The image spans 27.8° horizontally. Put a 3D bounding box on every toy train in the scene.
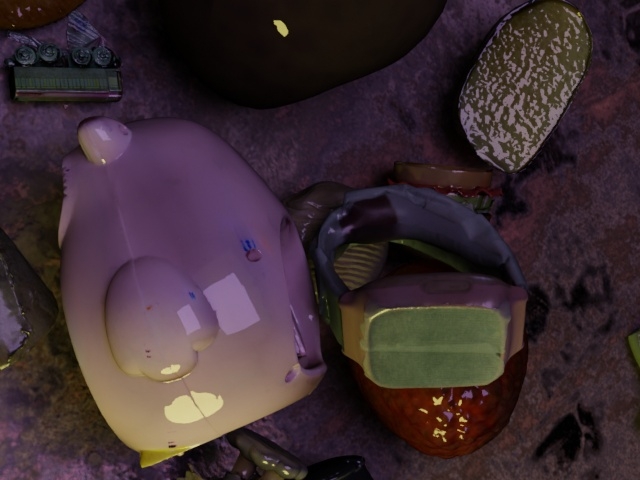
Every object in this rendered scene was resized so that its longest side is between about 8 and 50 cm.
[{"bbox_3d":[-0.315,-0.206,1.591,0.147,0.038,0.071,-2,85,-27],"label":"toy train"}]

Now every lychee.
[{"bbox_3d":[0.152,0.148,1.700,0.255,0.300,0.255,-6,114,-15],"label":"lychee"}]

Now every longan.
[{"bbox_3d":[-0.013,-0.355,1.625,0.404,0.336,0.405,-23,132,-29],"label":"longan"}]

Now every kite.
[{"bbox_3d":[-0.319,-0.231,1.618,0.152,0.005,0.137,5,80,-27],"label":"kite"}]

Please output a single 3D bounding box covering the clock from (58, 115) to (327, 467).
[{"bbox_3d":[-0.146,0.037,1.480,0.250,0.368,0.377,-21,87,7],"label":"clock"}]

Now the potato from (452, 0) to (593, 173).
[{"bbox_3d":[0.280,-0.232,1.889,0.160,0.111,0.272,32,82,-13],"label":"potato"}]

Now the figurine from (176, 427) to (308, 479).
[{"bbox_3d":[-0.151,0.411,1.520,0.166,0.207,0.387,35,82,-54],"label":"figurine"}]

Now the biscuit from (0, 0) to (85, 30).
[{"bbox_3d":[-0.378,-0.403,1.557,0.305,0.038,0.305,-3,94,-41],"label":"biscuit"}]

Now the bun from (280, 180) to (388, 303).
[{"bbox_3d":[0.000,0.000,1.699,0.173,0.113,0.167,43,69,-38],"label":"bun"}]

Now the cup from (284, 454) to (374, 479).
[{"bbox_3d":[0.032,0.361,1.607,0.169,0.223,0.177,-16,82,-41],"label":"cup"}]

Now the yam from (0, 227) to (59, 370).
[{"bbox_3d":[-0.437,0.009,1.426,0.168,0.168,0.304,-42,104,-27],"label":"yam"}]

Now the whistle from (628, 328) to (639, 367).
[{"bbox_3d":[0.568,0.268,1.964,0.141,0.141,0.294,-29,96,-29],"label":"whistle"}]

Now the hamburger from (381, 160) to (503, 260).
[{"bbox_3d":[0.164,-0.037,1.773,0.175,0.175,0.137,1,95,-29],"label":"hamburger"}]

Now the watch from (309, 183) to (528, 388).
[{"bbox_3d":[0.114,0.042,1.556,0.253,0.162,0.241,0,44,1],"label":"watch"}]
